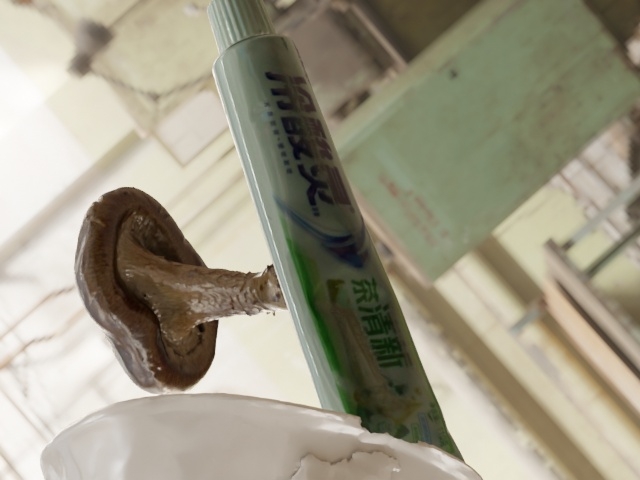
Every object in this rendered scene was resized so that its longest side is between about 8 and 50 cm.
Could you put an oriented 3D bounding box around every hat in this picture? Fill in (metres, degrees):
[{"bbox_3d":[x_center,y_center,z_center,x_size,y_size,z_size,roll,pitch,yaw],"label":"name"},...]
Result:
[{"bbox_3d":[-0.032,0.158,0.625,0.203,0.203,0.126,50,-140,-51],"label":"hat"}]

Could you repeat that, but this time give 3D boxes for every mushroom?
[{"bbox_3d":[-0.094,0.056,1.331,0.217,0.148,0.227,2,146,27],"label":"mushroom"}]

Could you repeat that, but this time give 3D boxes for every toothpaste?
[{"bbox_3d":[0.000,0.000,0.793,0.048,0.074,0.297,-44,61,56],"label":"toothpaste"}]
